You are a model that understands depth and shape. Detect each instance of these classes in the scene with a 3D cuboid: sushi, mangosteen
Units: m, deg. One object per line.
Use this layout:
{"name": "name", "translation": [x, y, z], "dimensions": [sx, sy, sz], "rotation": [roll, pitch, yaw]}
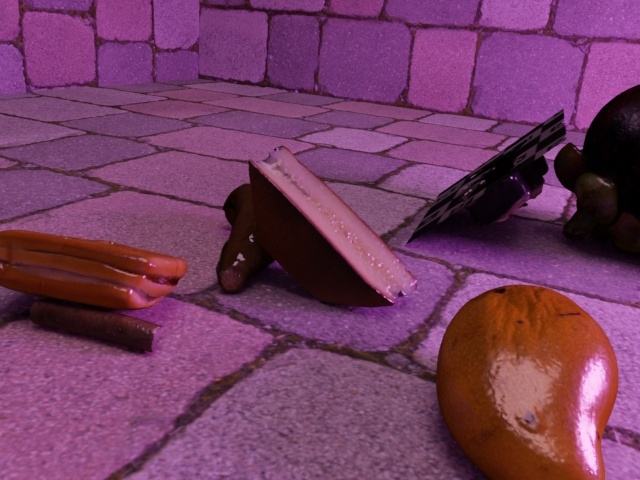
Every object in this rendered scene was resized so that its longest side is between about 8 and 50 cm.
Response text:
{"name": "sushi", "translation": [0.329, -0.083, 1.082], "dimensions": [0.296, 0.100, 0.373], "rotation": [-36, 3, 26]}
{"name": "mangosteen", "translation": [0.564, -0.106, 1.027], "dimensions": [0.300, 0.300, 0.300], "rotation": [4, 20, -2]}

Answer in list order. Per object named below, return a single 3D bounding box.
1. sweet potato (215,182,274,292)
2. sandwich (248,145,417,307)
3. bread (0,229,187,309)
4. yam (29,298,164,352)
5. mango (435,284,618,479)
{"name": "sweet potato", "translation": [-0.099, -0.009, 0.886], "dimensions": [0.112, 0.085, 0.286], "rotation": [-26, 28, 13]}
{"name": "sandwich", "translation": [0.000, 0.000, 0.789], "dimensions": [0.258, 0.096, 0.094], "rotation": [46, 35, 8]}
{"name": "bread", "translation": [-0.257, 0.033, 0.687], "dimensions": [0.200, 0.077, 0.116], "rotation": [9, -7, 9]}
{"name": "yam", "translation": [-0.232, 0.087, 0.640], "dimensions": [0.145, 0.032, 0.032], "rotation": [10, 21, 13]}
{"name": "mango", "translation": [0.183, 0.117, 0.542], "dimensions": [0.157, 0.109, 0.262], "rotation": [12, 22, 8]}
